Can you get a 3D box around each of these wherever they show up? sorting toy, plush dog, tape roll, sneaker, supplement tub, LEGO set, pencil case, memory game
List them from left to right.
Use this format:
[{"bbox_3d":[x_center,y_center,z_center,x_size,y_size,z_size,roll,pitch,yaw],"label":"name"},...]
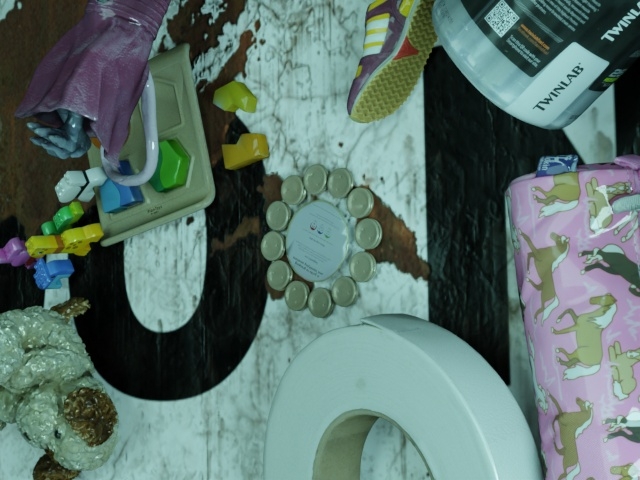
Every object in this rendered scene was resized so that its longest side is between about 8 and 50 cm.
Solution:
[{"bbox_3d":[-0.368,-0.001,2.116,0.227,0.093,0.087,-46,60,39],"label":"LEGO set"},{"bbox_3d":[-0.348,0.204,2.077,0.225,0.211,0.262,55,149,14],"label":"plush dog"},{"bbox_3d":[-0.201,-0.137,2.045,0.307,0.041,0.229,-19,73,38],"label":"sorting toy"},{"bbox_3d":[0.000,0.000,1.879,0.186,0.012,0.186,-4,83,40],"label":"memory game"},{"bbox_3d":[0.078,-0.223,1.806,0.185,0.070,0.084,-58,45,13],"label":"sneaker"},{"bbox_3d":[0.081,0.275,1.687,0.392,0.072,0.392,9,102,50],"label":"tape roll"},{"bbox_3d":[0.275,-0.276,1.551,0.316,0.194,0.193,-47,58,28],"label":"supplement tub"},{"bbox_3d":[0.280,0.110,1.536,0.160,0.167,0.386,-7,80,4],"label":"pencil case"}]

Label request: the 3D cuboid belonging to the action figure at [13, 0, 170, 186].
[{"bbox_3d":[-0.231,-0.270,1.933,0.248,0.276,0.370,17,80,49],"label":"action figure"}]
